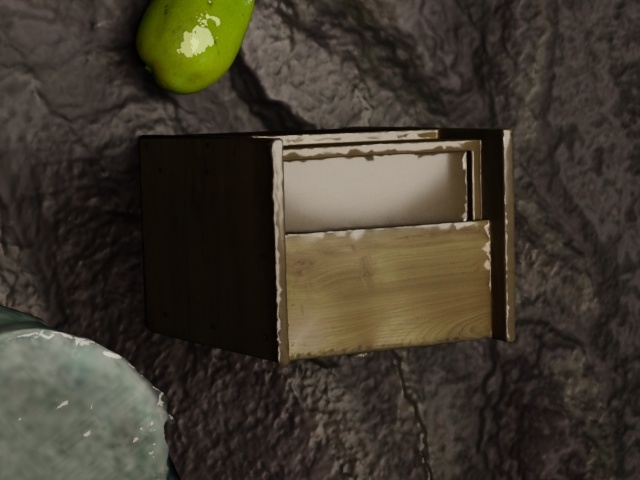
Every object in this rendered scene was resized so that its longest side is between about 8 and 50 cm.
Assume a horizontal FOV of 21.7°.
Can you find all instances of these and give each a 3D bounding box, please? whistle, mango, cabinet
[{"bbox_3d":[-0.155,0.165,1.074,0.404,0.168,0.188,30,80,-31],"label":"whistle"},{"bbox_3d":[-0.084,-0.151,1.156,0.073,0.056,0.108,50,59,-26],"label":"mango"},{"bbox_3d":[0.000,0.000,1.116,0.174,0.215,0.148,-4,95,-28],"label":"cabinet"}]
